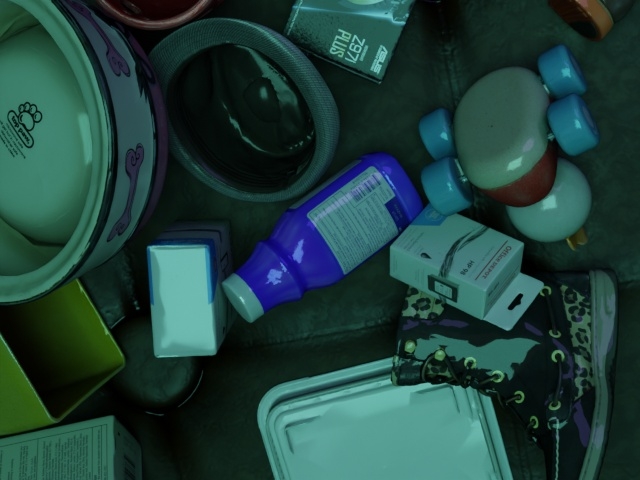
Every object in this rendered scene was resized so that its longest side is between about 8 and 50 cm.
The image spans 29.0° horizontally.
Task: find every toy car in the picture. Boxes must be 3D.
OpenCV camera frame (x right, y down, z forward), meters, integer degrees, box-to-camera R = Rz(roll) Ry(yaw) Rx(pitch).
[{"bbox_3d":[0.281,-0.088,1.620,0.219,0.210,0.238,-26,126,23],"label":"toy car"}]

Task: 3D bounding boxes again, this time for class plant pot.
[{"bbox_3d":[-0.199,-0.368,1.597,0.191,0.174,0.191,1,100,5],"label":"plant pot"},{"bbox_3d":[-0.435,0.153,1.712,0.187,0.212,0.212,-27,97,25],"label":"plant pot"}]

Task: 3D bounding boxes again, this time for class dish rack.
[{"bbox_3d":[0.092,0.315,1.746,0.333,0.072,0.285,-15,97,7],"label":"dish rack"}]

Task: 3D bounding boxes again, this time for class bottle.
[{"bbox_3d":[0.000,0.000,1.631,0.283,0.092,0.118,-37,106,-15],"label":"bottle"}]

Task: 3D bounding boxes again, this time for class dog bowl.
[{"bbox_3d":[-0.361,-0.131,1.541,0.408,0.150,0.408,6,101,34],"label":"dog bowl"}]

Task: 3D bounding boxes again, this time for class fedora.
[{"bbox_3d":[-0.093,-0.186,1.628,0.243,0.124,0.275,-32,110,28],"label":"fedora"}]

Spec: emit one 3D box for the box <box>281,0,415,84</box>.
[{"bbox_3d":[0.048,-0.316,1.630,0.147,0.077,0.180,24,102,1],"label":"box"}]

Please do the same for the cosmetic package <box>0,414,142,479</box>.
[{"bbox_3d":[-0.415,0.366,1.751,0.309,0.113,0.160,-13,55,10],"label":"cosmetic package"}]

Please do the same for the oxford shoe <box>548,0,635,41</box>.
[{"bbox_3d":[0.299,-0.386,1.595,0.098,0.097,0.271,-44,99,-7],"label":"oxford shoe"}]

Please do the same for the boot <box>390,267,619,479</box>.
[{"bbox_3d":[0.233,0.190,1.609,0.284,0.138,0.377,8,64,9],"label":"boot"}]

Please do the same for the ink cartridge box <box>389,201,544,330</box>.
[{"bbox_3d":[0.192,0.032,1.607,0.180,0.104,0.060,25,142,25],"label":"ink cartridge box"}]

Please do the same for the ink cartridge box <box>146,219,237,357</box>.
[{"bbox_3d":[-0.169,0.059,1.658,0.086,0.203,0.148,-3,101,5],"label":"ink cartridge box"}]
